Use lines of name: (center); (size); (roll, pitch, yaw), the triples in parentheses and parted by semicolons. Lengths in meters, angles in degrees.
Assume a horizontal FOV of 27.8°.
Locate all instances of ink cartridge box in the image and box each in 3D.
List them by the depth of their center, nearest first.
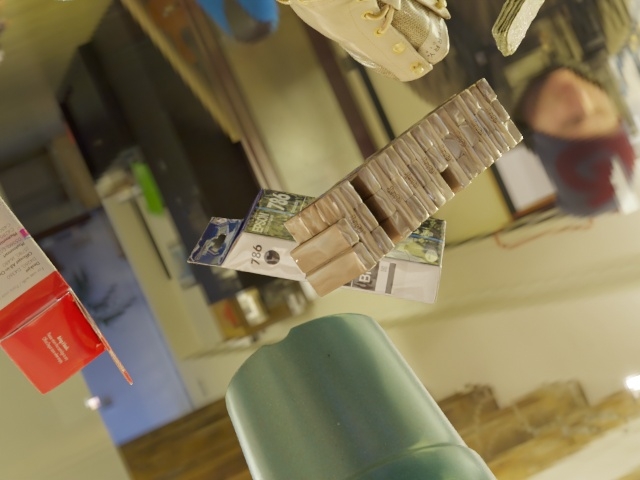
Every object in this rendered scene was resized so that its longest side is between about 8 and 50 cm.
ink cartridge box: (-0.271, 0.045, 1.154); (0.078, 0.231, 0.134); (-37, 155, -11)
ink cartridge box: (0.000, 0.000, 1.741); (0.332, 0.065, 0.165); (8, -156, 3)

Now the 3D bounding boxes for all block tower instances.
block tower: (0.099, -0.069, 1.445); (0.335, 0.091, 0.097); (-39, -174, -41)

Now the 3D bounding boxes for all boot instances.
boot: (0.048, -0.210, 1.069); (0.262, 0.203, 0.095); (11, -107, 53)

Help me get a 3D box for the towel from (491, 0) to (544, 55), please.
towel: (0.257, -0.299, 1.667); (0.110, 0.027, 0.148); (-60, 167, 4)

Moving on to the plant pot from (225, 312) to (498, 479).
plant pot: (0.045, 0.302, 1.775); (0.341, 0.334, 0.341); (-21, 148, -14)
